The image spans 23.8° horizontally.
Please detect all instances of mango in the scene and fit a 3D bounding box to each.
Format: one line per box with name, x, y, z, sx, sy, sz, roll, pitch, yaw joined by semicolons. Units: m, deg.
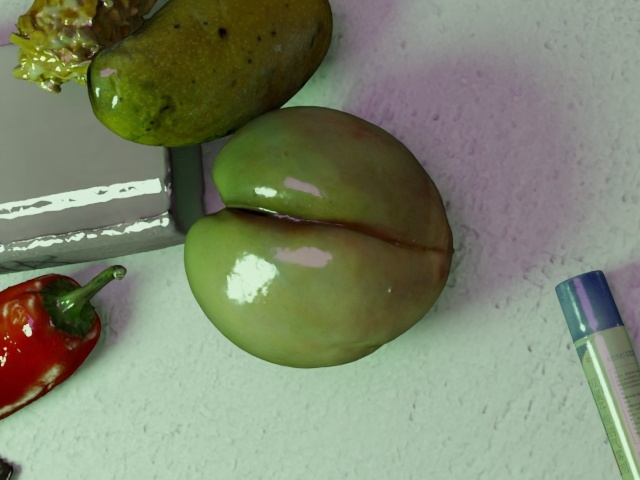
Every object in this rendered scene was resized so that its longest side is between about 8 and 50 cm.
mango;-0.115;-0.202;1.699;0.175;0.329;0.176;-17;112;50

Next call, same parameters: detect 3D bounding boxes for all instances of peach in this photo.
peach;0.000;-0.001;1.664;0.292;0.247;0.292;2;72;-8

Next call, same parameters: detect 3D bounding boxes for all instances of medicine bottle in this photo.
medicine bottle;0.316;0.148;1.626;0.059;0.059;0.231;-22;76;15

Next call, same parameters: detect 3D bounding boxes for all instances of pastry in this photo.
pastry;-0.267;-0.289;1.754;0.154;0.102;0.250;8;62;23

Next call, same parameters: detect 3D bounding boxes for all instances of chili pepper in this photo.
chili pepper;-0.337;0.108;1.815;0.338;0.131;0.134;-34;48;15

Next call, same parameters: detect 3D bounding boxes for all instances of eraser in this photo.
eraser;-0.328;-0.108;1.850;0.359;0.122;0.272;-9;78;16

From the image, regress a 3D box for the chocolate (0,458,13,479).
chocolate;-0.443;0.346;1.873;0.086;0.028;0.182;23;89;27
